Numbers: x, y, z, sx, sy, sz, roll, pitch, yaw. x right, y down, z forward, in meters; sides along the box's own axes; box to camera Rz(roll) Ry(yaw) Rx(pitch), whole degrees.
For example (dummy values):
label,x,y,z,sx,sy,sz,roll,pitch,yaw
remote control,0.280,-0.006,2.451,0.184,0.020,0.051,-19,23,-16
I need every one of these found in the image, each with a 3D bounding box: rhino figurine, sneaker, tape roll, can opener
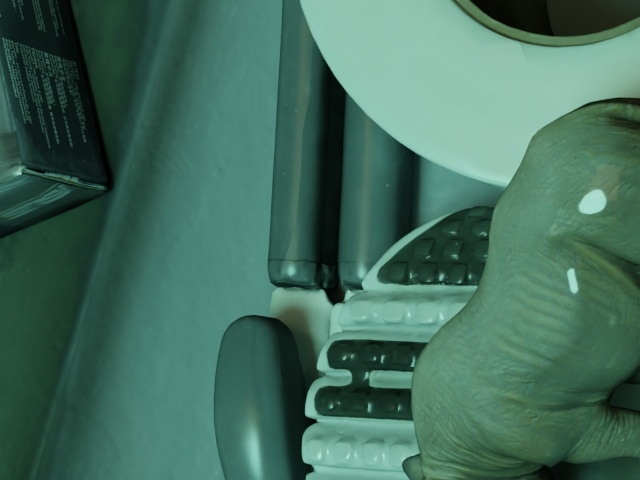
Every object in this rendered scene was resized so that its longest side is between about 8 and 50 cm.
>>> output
label,x,y,z,sx,sy,sz,roll,pitch,yaw
rhino figurine,0.092,0.050,0.607,0.106,0.073,0.243,18,121,-8
sneaker,0.056,0.130,0.742,0.110,0.118,0.292,6,80,35
tape roll,0.131,-0.131,0.699,0.246,0.169,0.246,-3,84,25
can opener,0.000,0.000,0.788,0.076,0.095,0.283,1,85,25

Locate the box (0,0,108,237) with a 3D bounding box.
label,x,y,z,sx,sy,sz,roll,pitch,yaw
box,-0.317,-0.163,0.956,0.318,0.097,0.395,-22,76,24
